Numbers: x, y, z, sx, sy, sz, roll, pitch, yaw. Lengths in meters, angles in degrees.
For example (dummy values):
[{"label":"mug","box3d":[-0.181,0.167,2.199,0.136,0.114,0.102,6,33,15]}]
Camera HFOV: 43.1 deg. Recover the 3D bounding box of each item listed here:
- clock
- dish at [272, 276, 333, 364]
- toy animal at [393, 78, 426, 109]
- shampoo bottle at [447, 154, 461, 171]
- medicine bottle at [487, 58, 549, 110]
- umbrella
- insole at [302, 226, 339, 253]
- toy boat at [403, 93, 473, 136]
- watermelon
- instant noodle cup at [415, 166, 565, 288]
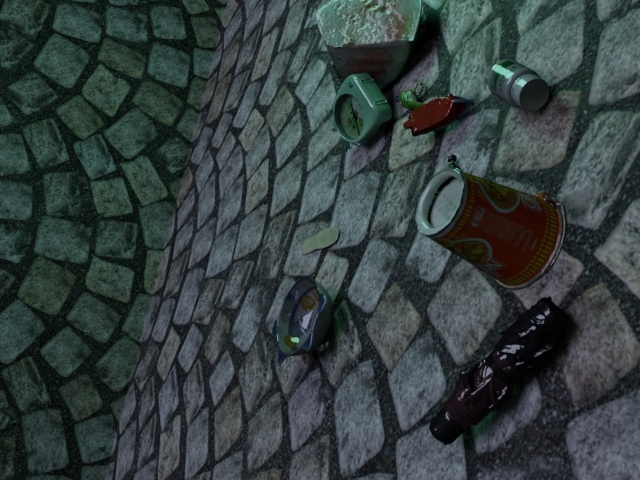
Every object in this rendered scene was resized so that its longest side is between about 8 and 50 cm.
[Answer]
[{"label":"clock","box3d":[0.096,-0.333,2.168,0.159,0.066,0.211,62,145,17]},{"label":"dish","box3d":[-0.028,0.212,2.029,0.236,0.086,0.228,1,73,63]},{"label":"toy animal","box3d":[0.243,-0.354,1.997,0.075,0.041,0.217,-66,29,8]},{"label":"shampoo bottle","box3d":[0.285,-0.126,1.748,0.048,0.027,0.137,-34,41,47]},{"label":"medicine bottle","box3d":[0.394,-0.308,1.614,0.080,0.080,0.130,-60,26,16]},{"label":"umbrella","box3d":[0.299,0.228,1.379,0.090,0.094,0.326,44,116,15]},{"label":"insole","box3d":[0.000,0.000,2.226,0.192,0.010,0.063,-21,52,56]},{"label":"toy boat","box3d":[0.271,-0.288,1.859,0.173,0.059,0.069,-23,71,43]},{"label":"watermelon","box3d":[0.104,-0.549,2.164,0.387,0.258,0.228,-29,45,57]},{"label":"instant noodle cup","box3d":[0.293,-0.034,1.446,0.193,0.212,0.193,-43,35,41]}]
